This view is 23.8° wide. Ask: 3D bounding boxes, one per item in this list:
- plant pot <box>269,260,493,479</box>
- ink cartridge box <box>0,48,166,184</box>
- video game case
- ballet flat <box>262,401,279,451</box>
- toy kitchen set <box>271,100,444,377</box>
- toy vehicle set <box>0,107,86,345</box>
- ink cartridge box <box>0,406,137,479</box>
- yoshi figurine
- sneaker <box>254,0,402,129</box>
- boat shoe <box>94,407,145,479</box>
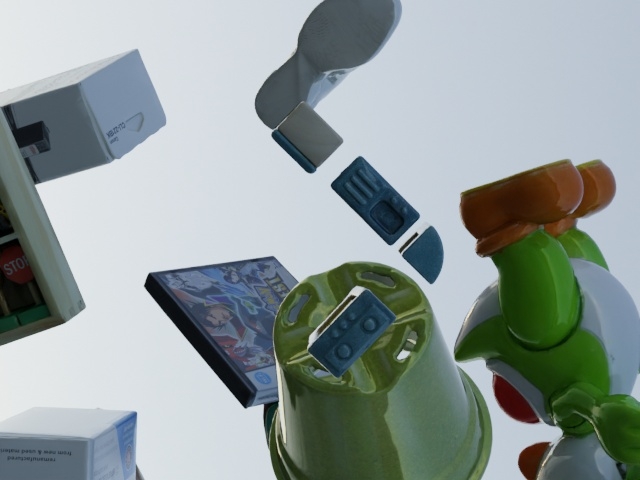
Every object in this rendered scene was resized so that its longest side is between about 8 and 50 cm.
[{"bbox_3d":[0.054,0.166,1.767,0.276,0.276,0.254,50,-16,36],"label":"plant pot"},{"bbox_3d":[-0.369,-0.146,2.003,0.273,0.197,0.114,-14,-75,21],"label":"ink cartridge box"},{"bbox_3d":[-0.088,0.128,2.246,0.275,0.248,0.035,46,-53,33],"label":"video game case"},{"bbox_3d":[-0.053,0.246,2.264,0.079,0.077,0.221,81,-5,-58],"label":"ballet flat"},{"bbox_3d":[0.000,0.000,1.410,0.207,0.166,0.122,44,2,-4],"label":"toy kitchen set"},{"bbox_3d":[-0.309,0.015,1.056,0.267,0.035,0.166,-20,-81,22],"label":"toy vehicle set"},{"bbox_3d":[-0.282,0.345,1.629,0.223,0.129,0.307,-15,107,-85],"label":"ink cartridge box"},{"bbox_3d":[0.241,0.111,1.176,0.203,0.203,0.362,150,-75,-74],"label":"yoshi figurine"},{"bbox_3d":[0.015,-0.205,1.622,0.080,0.094,0.212,50,-56,1],"label":"sneaker"},{"bbox_3d":[-0.283,0.333,1.979,0.123,0.116,0.324,-52,-162,17],"label":"boat shoe"}]
